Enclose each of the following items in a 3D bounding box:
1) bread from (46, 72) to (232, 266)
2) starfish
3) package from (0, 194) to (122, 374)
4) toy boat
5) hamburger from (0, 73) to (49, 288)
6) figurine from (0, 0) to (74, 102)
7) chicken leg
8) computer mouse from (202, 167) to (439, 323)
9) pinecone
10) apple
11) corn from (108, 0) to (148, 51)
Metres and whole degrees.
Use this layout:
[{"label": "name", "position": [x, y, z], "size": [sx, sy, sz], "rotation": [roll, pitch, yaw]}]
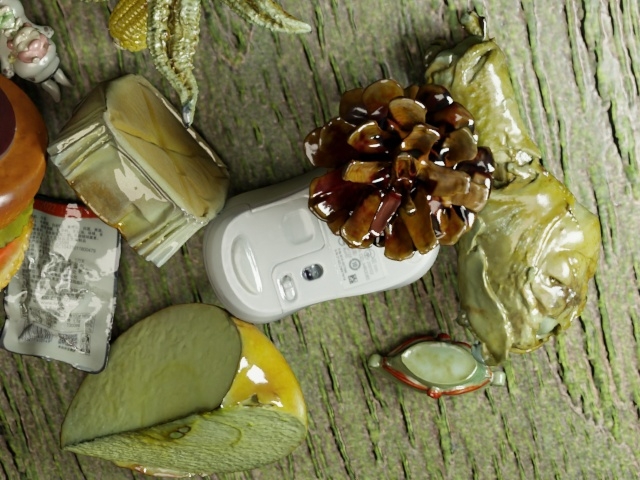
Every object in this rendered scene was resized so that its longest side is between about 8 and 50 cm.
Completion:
[{"label": "bread", "position": [-0.223, -0.089, 1.826], "size": [0.110, 0.192, 0.210], "rotation": [-38, 107, 22]}, {"label": "starfish", "position": [-0.150, -0.334, 1.702], "size": [0.347, 0.078, 0.358], "rotation": [42, 98, 2]}, {"label": "package", "position": [-0.344, 0.057, 1.982], "size": [0.166, 0.040, 0.232], "rotation": [9, 104, 10]}, {"label": "toy boat", "position": [0.155, 0.167, 1.979], "size": [0.185, 0.071, 0.089], "rotation": [8, 74, 2]}, {"label": "hamburger", "position": [-0.494, -0.065, 1.784], "size": [0.330, 0.330, 0.250], "rotation": [23, 129, -6]}, {"label": "figurine", "position": [-0.361, -0.227, 1.826], "size": [0.081, 0.098, 0.146], "rotation": [-41, 105, 8]}, {"label": "chicken leg", "position": [0.221, -0.064, 1.825], "size": [0.201, 0.153, 0.429], "rotation": [-12, 106, 22]}, {"label": "computer mouse", "position": [0.000, 0.000, 1.887], "size": [0.297, 0.121, 0.184], "rotation": [-22, 94, -4]}, {"label": "pinecone", "position": [0.085, -0.084, 1.721], "size": [0.229, 0.201, 0.202], "rotation": [7, 110, 24]}, {"label": "apple", "position": [-0.172, 0.213, 1.974], "size": [0.346, 0.179, 0.254], "rotation": [-21, 96, 34]}, {"label": "corn", "position": [-0.179, -0.305, 1.789], "size": [0.067, 0.067, 0.206], "rotation": [41, 109, -13]}]
